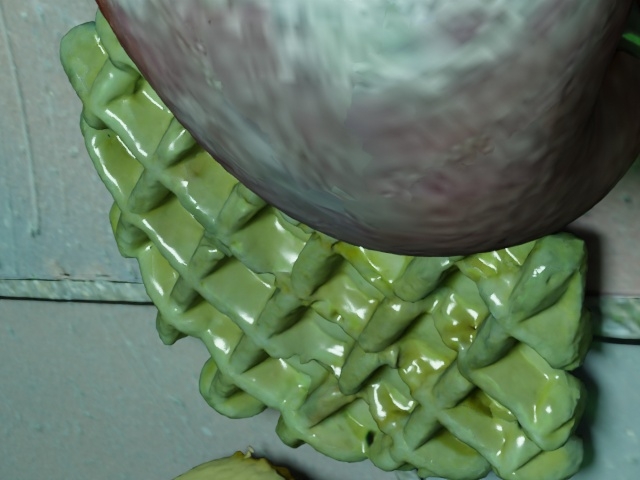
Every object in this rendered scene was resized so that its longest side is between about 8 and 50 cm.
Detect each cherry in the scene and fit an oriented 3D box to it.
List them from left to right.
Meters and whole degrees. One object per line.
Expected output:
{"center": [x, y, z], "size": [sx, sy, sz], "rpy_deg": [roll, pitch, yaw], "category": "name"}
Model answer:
{"center": [0.033, -0.101, 0.629], "size": [0.285, 0.213, 0.236], "rpy_deg": [28, 153, 13], "category": "cherry"}

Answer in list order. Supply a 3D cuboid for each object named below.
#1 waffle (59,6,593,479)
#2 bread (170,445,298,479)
{"center": [0.000, 0.000, 0.881], "size": [0.292, 0.056, 0.309], "rpy_deg": [11, 132, 32], "category": "waffle"}
{"center": [-0.029, 0.299, 0.994], "size": [0.279, 0.207, 0.279], "rpy_deg": [30, 146, 63], "category": "bread"}
